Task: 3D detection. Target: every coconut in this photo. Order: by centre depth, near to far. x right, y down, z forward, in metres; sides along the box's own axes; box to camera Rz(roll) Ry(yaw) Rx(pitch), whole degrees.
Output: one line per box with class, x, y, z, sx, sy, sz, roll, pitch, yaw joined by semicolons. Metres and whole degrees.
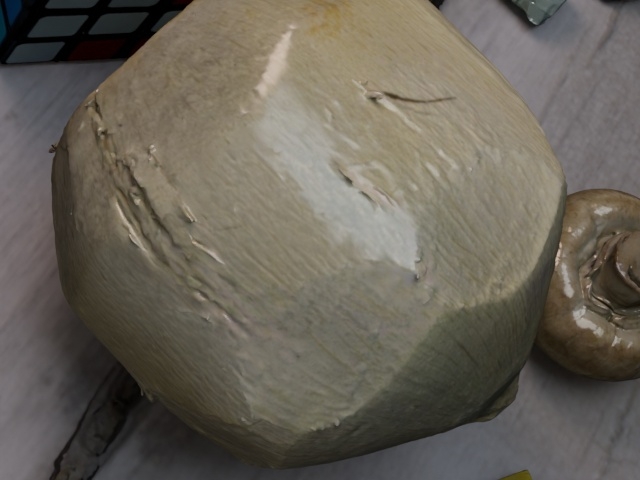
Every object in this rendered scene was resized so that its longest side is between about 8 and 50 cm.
coconut;0.000;0.000;1.262;0.360;0.346;0.346;48;59;2

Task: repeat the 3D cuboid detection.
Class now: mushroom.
mushroom;0.246;0.037;1.490;0.166;0.127;0.166;7;75;-28

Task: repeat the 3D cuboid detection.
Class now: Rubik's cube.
Rubik's cube;-0.175;-0.240;1.366;0.163;0.162;0.160;-6;75;-28

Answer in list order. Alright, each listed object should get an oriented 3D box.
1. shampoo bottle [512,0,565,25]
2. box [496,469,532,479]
shampoo bottle;0.150;-0.291;1.603;0.212;0.049;0.072;47;55;-4
box;0.159;0.271;1.426;0.087;0.023;0.155;-16;80;-32
